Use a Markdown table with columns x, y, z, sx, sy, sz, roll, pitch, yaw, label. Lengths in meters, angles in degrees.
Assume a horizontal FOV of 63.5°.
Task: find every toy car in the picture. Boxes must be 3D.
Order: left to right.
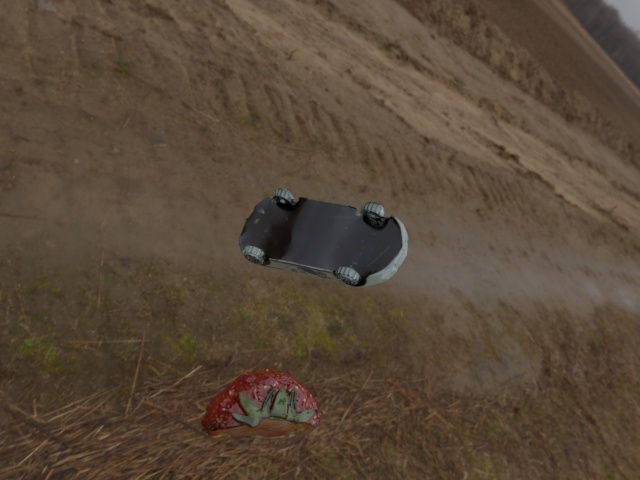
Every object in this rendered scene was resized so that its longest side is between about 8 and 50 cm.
| x | y | z | sx | sy | sz | roll | pitch | yaw | label |
| --- | --- | --- | --- | --- | --- | --- | --- | --- | --- |
| 0.000 | 0.000 | 0.587 | 0.095 | 0.205 | 0.056 | -67 | 153 | -25 | toy car |

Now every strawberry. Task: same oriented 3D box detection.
| x | y | z | sx | sy | sz | roll | pitch | yaw | label |
| --- | --- | --- | --- | --- | --- | --- | --- | --- | --- |
| -0.078 | 0.221 | 0.676 | 0.147 | 0.187 | 0.082 | 16 | 55 | -21 | strawberry |
